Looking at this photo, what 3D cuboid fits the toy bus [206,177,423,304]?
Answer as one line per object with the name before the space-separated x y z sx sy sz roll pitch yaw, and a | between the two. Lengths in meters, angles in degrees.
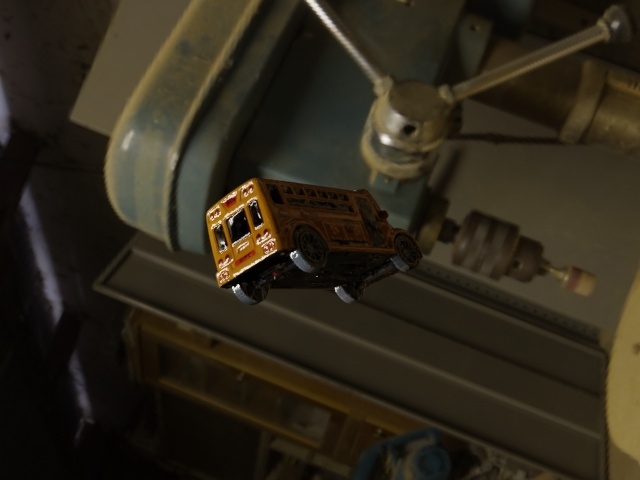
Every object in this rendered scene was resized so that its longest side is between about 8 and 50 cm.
toy bus | 0.000 0.000 0.708 0.083 0.088 0.194 -31 -22 35
